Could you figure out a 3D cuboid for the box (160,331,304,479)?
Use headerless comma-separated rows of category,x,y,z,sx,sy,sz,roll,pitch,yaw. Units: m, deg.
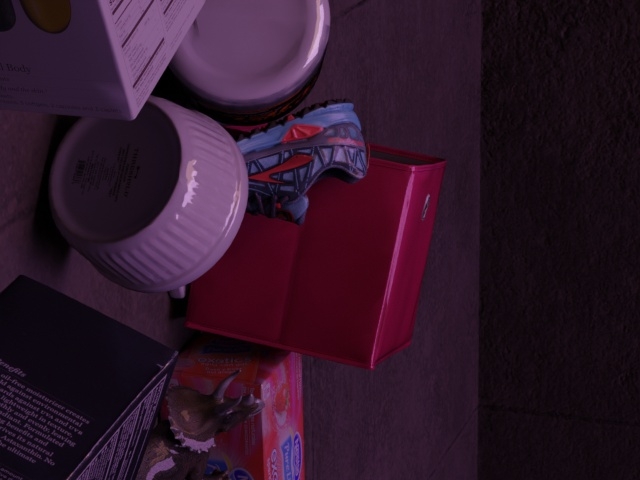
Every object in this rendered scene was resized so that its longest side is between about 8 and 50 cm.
box,-0.109,0.284,2.407,0.154,0.142,0.300,-43,136,-64

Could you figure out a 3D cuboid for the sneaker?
sneaker,-0.063,-0.069,2.207,0.104,0.262,0.125,121,-55,-86

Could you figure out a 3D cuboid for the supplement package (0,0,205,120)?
supplement package,-0.253,-0.278,1.737,0.198,0.199,0.263,-66,154,-42

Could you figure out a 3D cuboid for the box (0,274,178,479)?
box,-0.295,0.239,1.669,0.294,0.182,0.296,-49,164,-58

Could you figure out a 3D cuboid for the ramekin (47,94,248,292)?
ramekin,-0.191,-0.056,1.993,0.109,0.207,0.207,33,63,-59

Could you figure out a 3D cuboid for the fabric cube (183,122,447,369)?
fabric cube,0.000,0.000,2.402,0.254,0.259,0.258,-15,116,-77

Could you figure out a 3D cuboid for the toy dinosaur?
toy dinosaur,-0.201,0.281,2.218,0.313,0.121,0.160,-45,145,-12

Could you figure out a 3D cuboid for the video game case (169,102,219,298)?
video game case,-0.161,-0.061,2.341,0.201,0.023,0.183,-66,154,-43

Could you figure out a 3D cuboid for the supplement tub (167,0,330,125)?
supplement tub,-0.088,-0.234,2.158,0.316,0.193,0.194,126,-30,-88
